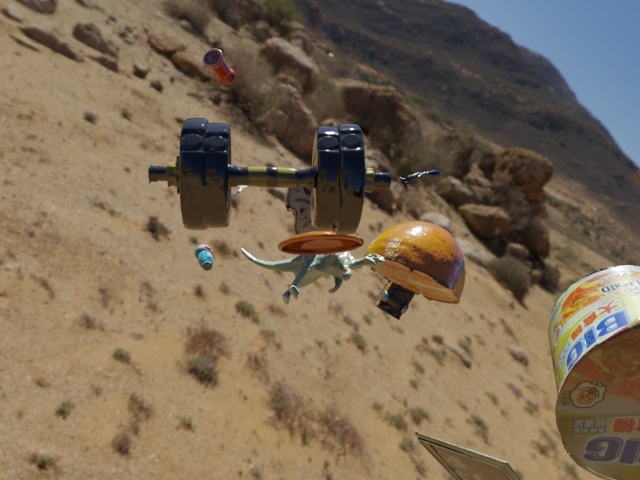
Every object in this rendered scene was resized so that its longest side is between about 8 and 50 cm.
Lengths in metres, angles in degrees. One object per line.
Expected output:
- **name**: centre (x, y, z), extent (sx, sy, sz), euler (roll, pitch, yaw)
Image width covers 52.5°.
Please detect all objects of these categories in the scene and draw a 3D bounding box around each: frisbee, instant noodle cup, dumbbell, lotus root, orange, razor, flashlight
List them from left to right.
- **flashlight**: centre (-0.313, 0.051, 1.763), extent (0.051, 0.051, 0.129), euler (26, 12, -24)
- **dumbbell**: centre (-0.078, -0.103, 1.046), extent (0.389, 0.185, 0.185), euler (1, 18, -5)
- **lotus root**: centre (-0.026, -0.076, 1.648), extent (0.204, 0.183, 0.078), euler (22, -21, -39)
- **frisbee**: centre (0.000, 0.000, 1.444), extent (0.192, 0.035, 0.192), euler (-3, -11, -1)
- **orange**: centre (0.250, 0.071, 1.689), extent (0.274, 0.274, 0.310), euler (38, 30, 24)
- **razor**: centre (0.336, -0.211, 2.135), extent (0.155, 0.028, 0.044), euler (-14, 58, -20)
- **instant noodle cup**: centre (0.337, 0.128, 0.679), extent (0.205, 0.205, 0.153), euler (30, 27, -6)

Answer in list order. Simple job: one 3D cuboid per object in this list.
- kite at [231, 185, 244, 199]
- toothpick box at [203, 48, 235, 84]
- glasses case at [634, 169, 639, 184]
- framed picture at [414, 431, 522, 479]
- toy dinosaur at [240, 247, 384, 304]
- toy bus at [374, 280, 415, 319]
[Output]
- **kite**: centre (-0.217, -0.130, 1.521), extent (0.127, 0.016, 0.229), euler (5, 19, 5)
- **toothpick box**: centre (-0.228, -0.390, 1.469), extent (0.047, 0.047, 0.083), euler (38, -7, 24)
- **glasses case**: centre (0.928, -0.108, 1.722), extent (0.103, 0.070, 0.193), euler (15, 46, -42)
- **framed picture**: centre (0.353, 0.517, 1.379), extent (0.232, 0.019, 0.296), euler (2, -41, 50)
- **toy dinosaur**: centre (-0.041, 0.074, 1.595), extent (0.393, 0.205, 0.092), euler (8, -46, 40)
- **toy bus**: centre (0.275, 0.153, 2.180), extent (0.098, 0.201, 0.114), euler (32, 4, -5)
